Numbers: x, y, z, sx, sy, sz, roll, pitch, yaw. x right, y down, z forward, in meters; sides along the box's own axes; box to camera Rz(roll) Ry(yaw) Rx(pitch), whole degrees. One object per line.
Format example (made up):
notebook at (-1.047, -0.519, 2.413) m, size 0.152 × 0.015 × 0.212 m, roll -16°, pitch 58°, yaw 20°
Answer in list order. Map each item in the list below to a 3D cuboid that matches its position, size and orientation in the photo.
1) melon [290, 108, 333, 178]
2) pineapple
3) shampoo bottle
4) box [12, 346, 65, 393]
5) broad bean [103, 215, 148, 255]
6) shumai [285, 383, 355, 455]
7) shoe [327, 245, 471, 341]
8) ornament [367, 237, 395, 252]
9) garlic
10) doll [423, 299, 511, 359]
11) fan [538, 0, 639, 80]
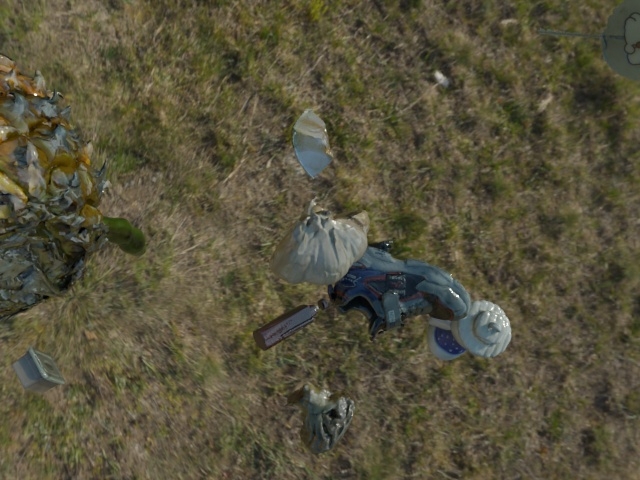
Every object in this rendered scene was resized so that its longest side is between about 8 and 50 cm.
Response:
melon at (-0.032, -0.278, 1.638) m, size 0.140 × 0.093 × 0.202 m, roll 21°, pitch 57°, yaw -56°
pineapple at (-0.462, -0.058, 0.820) m, size 0.353 × 0.352 × 0.300 m, roll -23°, pitch 64°, yaw -22°
shampoo bottle at (-0.075, 0.223, 1.679) m, size 0.236 × 0.068 × 0.067 m, roll -26°, pitch 96°, yaw -34°
box at (-0.671, 0.313, 1.457) m, size 0.062 × 0.122 × 0.089 m, roll -33°, pitch 72°, yaw -11°
broad bean at (-0.386, -0.013, 1.183) m, size 0.043 × 0.297 × 0.060 m, roll 33°, pitch 84°, yaw 12°
shumai at (-0.012, 0.513, 1.821) m, size 0.176 × 0.166 × 0.205 m, roll 41°, pitch 72°, yaw -21°
shoe at (0.111, 0.093, 0.927) m, size 0.228 × 0.099 × 0.125 m, roll 18°, pitch 60°, yaw 7°
ornament at (0.109, 0.017, 1.256) m, size 0.074 × 0.125 × 0.028 m, roll -7°, pitch 98°, yaw 20°
garlic at (0.003, 0.002, 0.583) m, size 0.113 × 0.094 × 0.074 m, roll -40°, pitch 99°, yaw -23°
doll at (0.311, 0.200, 1.331) m, size 0.138 × 0.293 × 0.119 m, roll 39°, pitch 71°, yaw -2°
fan at (0.632, -0.441, 1.327) m, size 0.009 × 0.329 × 0.190 m, roll -43°, pitch 135°, yaw -35°
